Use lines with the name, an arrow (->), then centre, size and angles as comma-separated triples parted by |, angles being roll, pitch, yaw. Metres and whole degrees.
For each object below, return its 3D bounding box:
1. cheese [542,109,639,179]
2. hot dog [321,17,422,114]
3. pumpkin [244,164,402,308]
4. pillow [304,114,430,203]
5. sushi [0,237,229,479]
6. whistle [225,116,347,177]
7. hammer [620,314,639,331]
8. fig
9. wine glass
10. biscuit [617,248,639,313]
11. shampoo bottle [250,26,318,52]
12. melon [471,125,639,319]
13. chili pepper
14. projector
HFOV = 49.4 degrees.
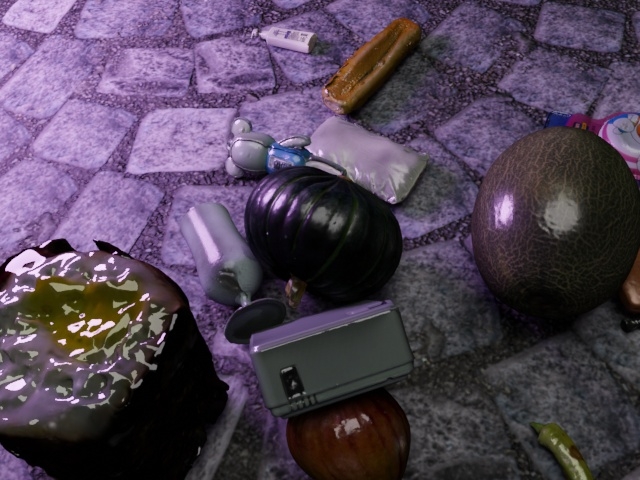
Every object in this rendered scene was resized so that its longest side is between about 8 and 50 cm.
cheese -> 0.516, -0.177, 1.218 | 0.244, 0.062, 0.155 | 18, 61, 18
hot dog -> 0.103, -0.345, 1.373 | 0.083, 0.068, 0.289 | 41, 61, 3
pumpkin -> 0.000, 0.000, 1.040 | 0.250, 0.250, 0.216 | 19, 78, 18
pillow -> 0.076, -0.150, 1.247 | 0.229, 0.051, 0.128 | 29, 61, 24
sushi -> -0.292, 0.172, 0.910 | 0.299, 0.294, 0.281 | 33, 67, 26
whistle -> -0.063, -0.141, 1.230 | 0.235, 0.114, 0.077 | 18, 20, 17
hammer -> 0.469, 0.048, 1.090 | 0.078, 0.021, 0.201 | -14, 56, -4
fig -> 0.056, 0.268, 0.911 | 0.202, 0.148, 0.149 | 38, 90, -10
wine glass -> -0.146, 0.045, 1.101 | 0.103, 0.103, 0.231 | -25, 54, -12
biscuit -> 0.600, 0.040, 1.057 | 0.306, 0.043, 0.284 | 28, 56, 18
shampoo bottle -> -0.079, -0.427, 1.465 | 0.141, 0.034, 0.049 | 16, 65, 16
melon -> 0.347, -0.033, 1.026 | 0.237, 0.237, 0.302 | 12, 56, 13
chili pepper -> 0.333, 0.325, 0.898 | 0.049, 0.043, 0.208 | -4, 54, -13
projector -> 0.009, 0.150, 0.927 | 0.192, 0.256, 0.099 | -18, 88, -6
